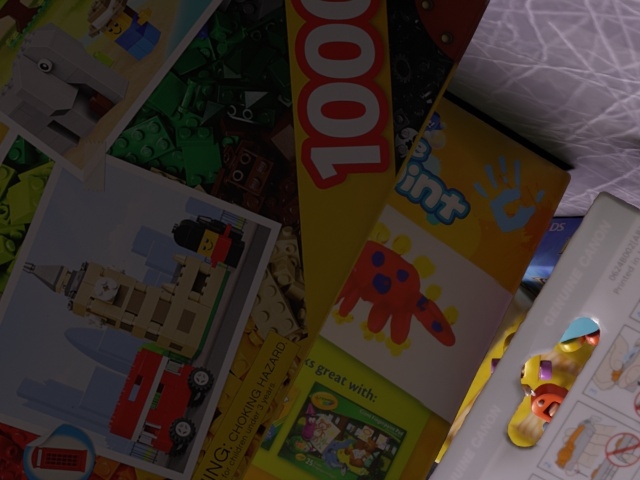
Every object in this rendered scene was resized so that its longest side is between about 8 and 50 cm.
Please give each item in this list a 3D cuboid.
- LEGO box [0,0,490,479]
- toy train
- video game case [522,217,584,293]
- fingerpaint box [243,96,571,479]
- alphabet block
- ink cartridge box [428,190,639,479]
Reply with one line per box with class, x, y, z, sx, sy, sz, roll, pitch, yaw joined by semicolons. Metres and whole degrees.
LEGO box;-0.176;-0.033;0.781;0.372;0.500;0.193;30;168;-12
toy train;0.234;0.108;1.122;0.125;0.166;0.046;24;-147;-8
video game case;0.338;0.064;1.105;0.244;0.061;0.269;34;167;-22
fingerpaint box;-0.075;0.000;0.995;0.445;0.371;0.163;29;168;-11
alphabet block;0.206;0.147;1.272;0.192;0.193;0.197;30;-167;-18
ink cartridge box;0.314;0.169;0.969;0.385;0.308;0.091;27;-167;-3
